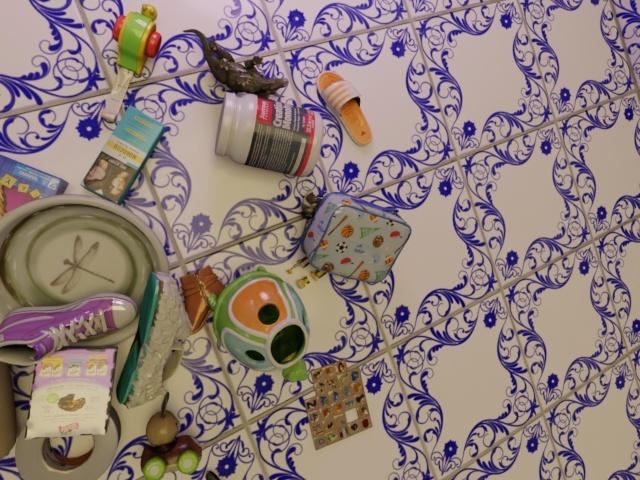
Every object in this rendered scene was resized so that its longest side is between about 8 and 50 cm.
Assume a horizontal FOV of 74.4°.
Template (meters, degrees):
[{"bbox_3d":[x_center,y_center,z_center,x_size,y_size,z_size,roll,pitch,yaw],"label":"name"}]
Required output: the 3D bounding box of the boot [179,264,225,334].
[{"bbox_3d":[-0.352,0.170,1.153,0.197,0.073,0.153,-28,95,-26],"label":"boot"}]

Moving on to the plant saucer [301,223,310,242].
[{"bbox_3d":[0.000,0.000,1.304,0.119,0.021,0.120,1,87,-20],"label":"plant saucer"}]

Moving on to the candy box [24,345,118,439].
[{"bbox_3d":[-0.577,0.350,0.989,0.164,0.070,0.197,7,80,-22],"label":"candy box"}]

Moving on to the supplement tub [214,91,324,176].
[{"bbox_3d":[-0.143,-0.293,1.177,0.271,0.191,0.192,9,85,-19],"label":"supplement tub"}]

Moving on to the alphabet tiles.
[{"bbox_3d":[0.049,0.500,1.308,0.198,0.009,0.238,-14,92,-19],"label":"alphabet tiles"}]

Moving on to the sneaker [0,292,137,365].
[{"bbox_3d":[-0.558,0.207,0.936,0.281,0.161,0.102,-11,112,-18],"label":"sneaker"}]

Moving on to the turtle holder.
[{"bbox_3d":[-0.145,0.249,1.115,0.243,0.227,0.321,-10,115,-37],"label":"turtle holder"}]

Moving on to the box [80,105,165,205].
[{"bbox_3d":[-0.517,-0.222,1.113,0.100,0.060,0.245,29,79,-16],"label":"box"}]

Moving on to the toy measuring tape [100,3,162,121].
[{"bbox_3d":[-0.501,-0.477,1.101,0.121,0.121,0.331,21,81,-17],"label":"toy measuring tape"}]

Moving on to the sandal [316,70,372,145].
[{"bbox_3d":[0.094,-0.425,1.326,0.102,0.076,0.265,-39,100,-17],"label":"sandal"}]

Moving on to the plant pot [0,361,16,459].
[{"bbox_3d":[-0.793,0.365,0.915,0.256,0.256,0.274,-18,110,-19],"label":"plant pot"}]

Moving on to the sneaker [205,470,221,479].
[{"bbox_3d":[-0.283,0.725,1.160,0.089,0.051,0.170,-41,104,-21],"label":"sneaker"}]

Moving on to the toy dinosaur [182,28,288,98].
[{"bbox_3d":[-0.246,-0.469,1.181,0.313,0.160,0.121,19,80,-10],"label":"toy dinosaur"}]

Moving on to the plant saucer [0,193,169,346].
[{"bbox_3d":[-0.578,0.074,1.022,0.399,0.100,0.401,-7,113,-18],"label":"plant saucer"}]

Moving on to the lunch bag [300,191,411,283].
[{"bbox_3d":[0.113,-0.009,1.242,0.303,0.115,0.243,14,111,-29],"label":"lunch bag"}]

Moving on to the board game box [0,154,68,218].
[{"bbox_3d":[-0.832,-0.063,0.993,0.318,0.066,0.319,22,81,-17],"label":"board game box"}]

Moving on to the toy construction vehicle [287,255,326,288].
[{"bbox_3d":[-0.043,0.093,1.283,0.098,0.035,0.086,-38,111,-14],"label":"toy construction vehicle"}]

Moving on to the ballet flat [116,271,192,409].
[{"bbox_3d":[-0.395,0.243,1.040,0.146,0.147,0.409,18,116,-18],"label":"ballet flat"}]

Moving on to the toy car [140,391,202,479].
[{"bbox_3d":[-0.388,0.493,1.091,0.148,0.155,0.189,-3,76,-19],"label":"toy car"}]

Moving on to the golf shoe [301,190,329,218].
[{"bbox_3d":[0.039,-0.100,1.294,0.198,0.077,0.094,11,76,-25],"label":"golf shoe"}]

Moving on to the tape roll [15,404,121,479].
[{"bbox_3d":[-0.616,0.496,1.043,0.218,0.072,0.220,1,88,-19],"label":"tape roll"}]
